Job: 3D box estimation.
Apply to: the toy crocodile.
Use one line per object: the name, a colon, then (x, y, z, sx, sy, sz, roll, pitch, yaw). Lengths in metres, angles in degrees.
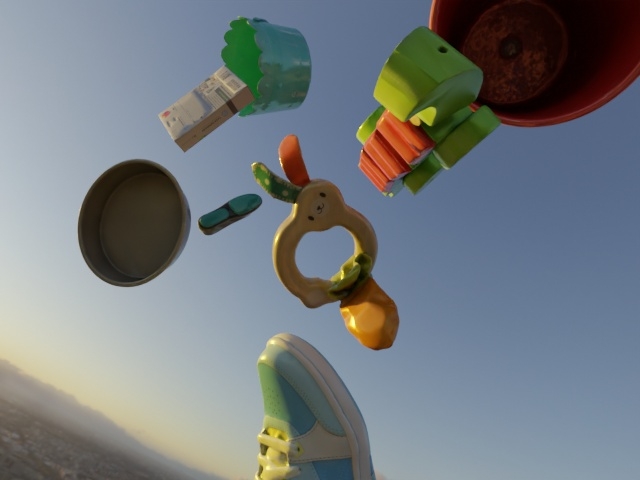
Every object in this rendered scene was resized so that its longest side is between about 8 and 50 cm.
toy crocodile: (0.095, -0.113, 0.468, 0.115, 0.105, 0.340, 49, -6, 3)

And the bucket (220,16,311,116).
bucket: (-0.167, -0.520, 1.236, 0.281, 0.183, 0.281, 26, -58, 50)

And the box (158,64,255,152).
box: (-0.246, -0.285, 0.869, 0.145, 0.186, 0.038, 49, -5, 41)

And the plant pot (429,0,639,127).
plant pot: (0.306, -0.305, 0.613, 0.274, 0.243, 0.275, 4, -75, 15)

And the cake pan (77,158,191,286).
cake pan: (-0.424, -0.039, 0.940, 0.293, 0.294, 0.054, 15, -3, 17)

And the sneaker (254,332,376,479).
sneaker: (-0.045, 0.279, 0.433, 0.127, 0.208, 0.319, -15, -85, 51)

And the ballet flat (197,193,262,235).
ballet flat: (-0.280, -0.082, 1.264, 0.072, 0.213, 0.068, 55, -21, 17)

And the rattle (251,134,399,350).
rattle: (0.000, 0.000, 0.425, 0.130, 0.143, 0.200, -11, -64, 9)
